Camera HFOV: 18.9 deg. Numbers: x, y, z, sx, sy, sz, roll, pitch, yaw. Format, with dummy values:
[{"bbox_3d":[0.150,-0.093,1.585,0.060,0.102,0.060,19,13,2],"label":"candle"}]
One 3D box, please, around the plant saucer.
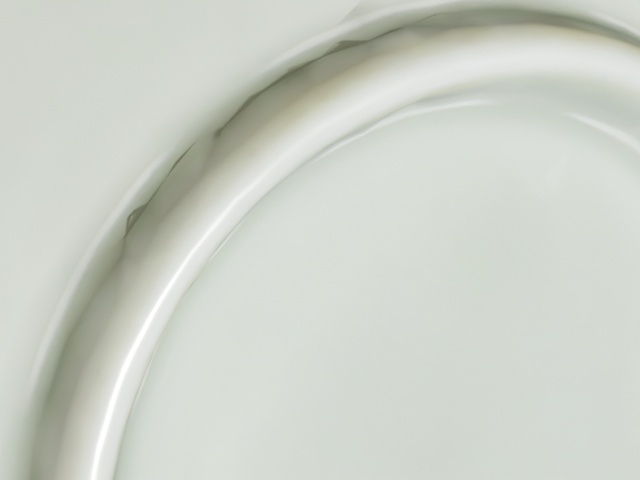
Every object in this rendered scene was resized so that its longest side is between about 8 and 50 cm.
[{"bbox_3d":[0.016,0.046,0.479,0.400,0.400,0.100,-34,-153,-17],"label":"plant saucer"}]
